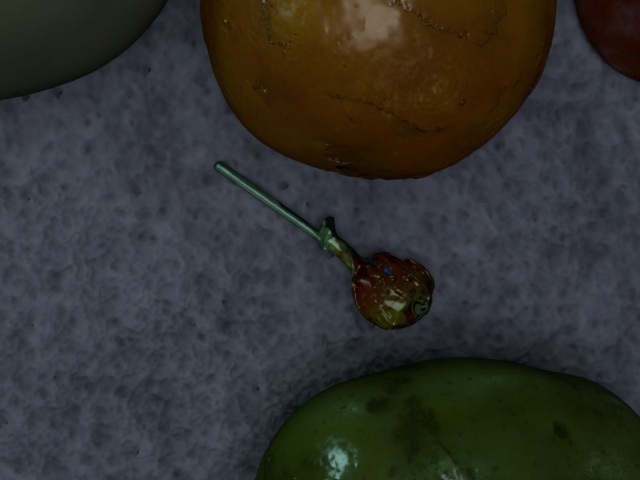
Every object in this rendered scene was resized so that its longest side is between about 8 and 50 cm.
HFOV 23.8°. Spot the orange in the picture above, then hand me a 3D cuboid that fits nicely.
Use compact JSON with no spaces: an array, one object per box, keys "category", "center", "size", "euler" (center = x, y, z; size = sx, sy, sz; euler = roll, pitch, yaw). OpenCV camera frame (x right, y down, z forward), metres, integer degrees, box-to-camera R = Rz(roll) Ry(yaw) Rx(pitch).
[{"category":"orange","center":[0.039,-0.161,1.047],"size":[0.246,0.246,0.246],"euler":[-1,99,-5]}]

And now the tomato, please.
[{"category":"tomato","center":[0.272,-0.191,1.152],"size":[0.156,0.069,0.155],"euler":[-1,100,-6]}]

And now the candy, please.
[{"category":"candy","center":[0.000,0.000,1.173],"size":[0.201,0.060,0.060],"euler":[37,94,-2]}]

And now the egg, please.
[{"category":"egg","center":[-0.228,-0.203,1.027],"size":[0.269,0.219,0.219],"euler":[-12,100,-10]}]

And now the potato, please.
[{"category":"potato","center":[0.101,0.195,1.131],"size":[0.304,0.216,0.215],"euler":[3,99,-3]}]
